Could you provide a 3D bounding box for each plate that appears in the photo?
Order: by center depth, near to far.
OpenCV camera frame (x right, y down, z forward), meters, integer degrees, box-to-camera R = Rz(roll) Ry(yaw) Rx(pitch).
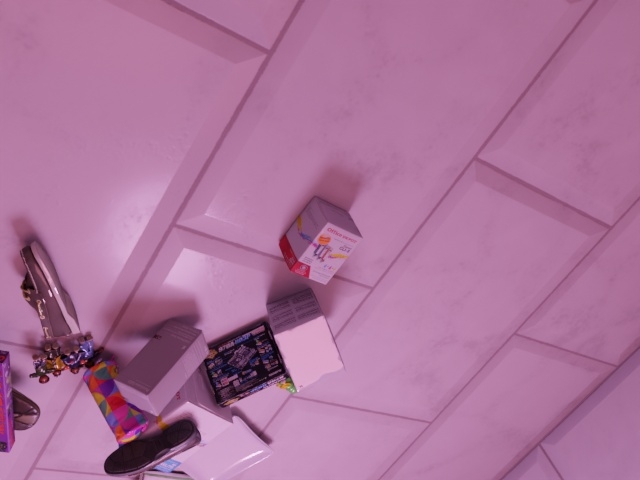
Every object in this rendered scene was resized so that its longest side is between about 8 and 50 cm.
[{"bbox_3d":[-0.338,0.714,2.229,0.278,0.045,0.277,-31,131,3],"label":"plate"}]

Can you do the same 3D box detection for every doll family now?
[{"bbox_3d":[-0.687,0.327,1.777,0.193,0.076,0.111,-9,124,-18],"label":"doll family"}]

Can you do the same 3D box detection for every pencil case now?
[{"bbox_3d":[-0.561,0.436,1.798,0.105,0.236,0.104,-31,163,-11],"label":"pencil case"}]

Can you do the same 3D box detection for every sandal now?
[{"bbox_3d":[-0.876,0.391,1.735,0.120,0.086,0.302,-38,114,2],"label":"sandal"}]

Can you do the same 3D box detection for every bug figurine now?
[{"bbox_3d":[-0.085,0.393,2.058,0.279,0.072,0.216,-36,131,9],"label":"bug figurine"}]

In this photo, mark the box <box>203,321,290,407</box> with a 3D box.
[{"bbox_3d":[-0.222,0.361,1.910,0.220,0.175,0.051,-26,152,-1],"label":"box"}]

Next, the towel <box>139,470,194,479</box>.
[{"bbox_3d":[-0.514,0.950,2.198,0.248,0.324,0.038,18,153,-32],"label":"towel"}]

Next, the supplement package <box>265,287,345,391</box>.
[{"bbox_3d":[-0.045,0.276,1.858,0.149,0.203,0.194,-22,110,-4],"label":"supplement package"}]

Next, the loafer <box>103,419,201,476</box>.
[{"bbox_3d":[-0.454,0.587,1.798,0.268,0.096,0.084,-23,136,-4],"label":"loafer"}]

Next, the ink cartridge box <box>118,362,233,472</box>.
[{"bbox_3d":[-0.432,0.505,1.931,0.270,0.198,0.197,-39,130,12],"label":"ink cartridge box"}]

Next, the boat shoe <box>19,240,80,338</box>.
[{"bbox_3d":[-0.676,0.132,1.602,0.091,0.109,0.304,-18,135,-13],"label":"boat shoe"}]

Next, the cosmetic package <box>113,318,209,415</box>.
[{"bbox_3d":[-0.424,0.339,1.770,0.127,0.238,0.107,15,133,25],"label":"cosmetic package"}]

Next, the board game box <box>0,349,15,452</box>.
[{"bbox_3d":[-0.883,0.395,1.642,0.208,0.056,0.346,9,125,-9],"label":"board game box"}]

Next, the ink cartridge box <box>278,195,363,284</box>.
[{"bbox_3d":[0.000,0.000,1.742,0.128,0.127,0.176,23,115,-33],"label":"ink cartridge box"}]
